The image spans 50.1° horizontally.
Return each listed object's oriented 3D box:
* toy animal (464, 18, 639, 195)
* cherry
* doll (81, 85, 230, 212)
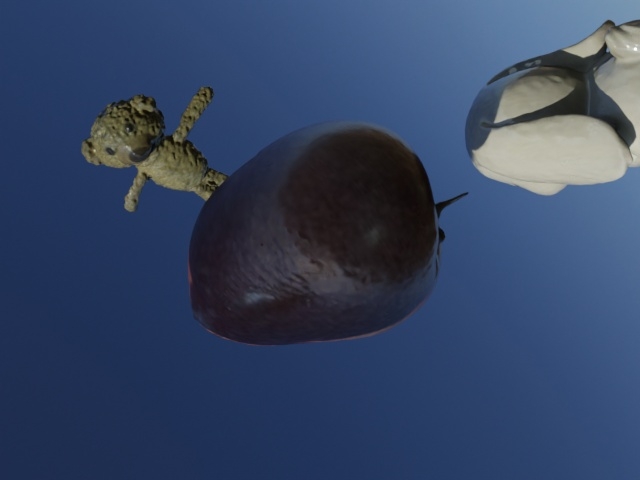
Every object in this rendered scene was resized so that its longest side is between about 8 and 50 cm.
[{"bbox_3d":[0.322,-0.167,0.913,0.206,0.265,0.271,51,-138,-39],"label":"toy animal"},{"bbox_3d":[0.000,0.000,0.701,0.261,0.307,0.221,30,-144,-76],"label":"cherry"},{"bbox_3d":[-0.217,-0.105,1.017,0.091,0.203,0.286,59,172,37],"label":"doll"}]
